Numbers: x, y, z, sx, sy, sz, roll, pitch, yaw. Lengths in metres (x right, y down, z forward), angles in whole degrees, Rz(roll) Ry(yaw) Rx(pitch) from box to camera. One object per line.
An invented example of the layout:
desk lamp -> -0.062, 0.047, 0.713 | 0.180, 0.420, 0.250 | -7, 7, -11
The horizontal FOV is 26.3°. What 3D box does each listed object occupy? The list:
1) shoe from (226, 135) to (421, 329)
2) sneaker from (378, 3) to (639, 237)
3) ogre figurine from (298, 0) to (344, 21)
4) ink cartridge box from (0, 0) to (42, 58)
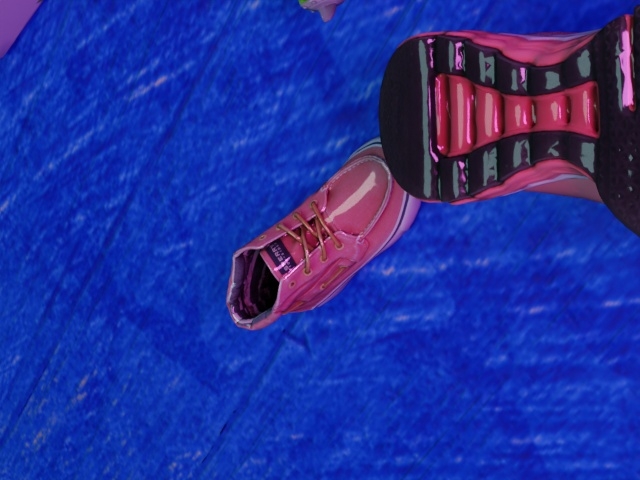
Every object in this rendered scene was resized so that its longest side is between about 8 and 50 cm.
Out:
shoe -> 0.000, 0.000, 0.942 | 0.063, 0.081, 0.178 | 53, 136, 14
sneaker -> 0.173, -0.068, 0.696 | 0.314, 0.136, 0.116 | 15, 110, 50
ogre figurine -> -0.012, -0.220, 0.857 | 0.197, 0.097, 0.118 | 34, 112, 11
ink cartridge box -> -0.332, -0.304, 1.114 | 0.201, 0.117, 0.278 | -39, 79, 46
